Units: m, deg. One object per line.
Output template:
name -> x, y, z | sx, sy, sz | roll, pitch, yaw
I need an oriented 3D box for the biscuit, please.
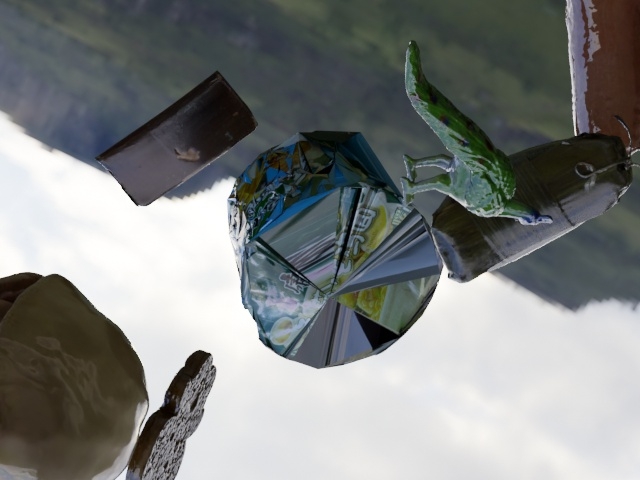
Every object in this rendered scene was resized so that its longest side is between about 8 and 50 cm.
biscuit -> -0.151, 0.190, 1.750 | 0.026, 0.175, 0.124 | 21, 155, 13

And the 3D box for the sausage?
sausage -> 0.260, -0.232, 1.630 | 0.079, 0.327, 0.087 | -3, -178, -1

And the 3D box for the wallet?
wallet -> -0.166, -0.117, 2.083 | 0.095, 0.176, 0.026 | 50, -174, -33

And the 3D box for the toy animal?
toy animal -> 0.077, -0.058, 1.163 | 0.217, 0.075, 0.041 | 46, -140, -46

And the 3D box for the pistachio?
pistachio -> -0.275, 0.144, 1.605 | 0.230, 0.230, 0.309 | 35, -166, 14

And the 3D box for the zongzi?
zongzi -> 0.185, -0.041, 1.539 | 0.084, 0.187, 0.184 | 65, -172, -3

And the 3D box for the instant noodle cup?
instant noodle cup -> 0.000, 0.000, 2.004 | 0.240, 0.240, 0.178 | 18, -157, -27
